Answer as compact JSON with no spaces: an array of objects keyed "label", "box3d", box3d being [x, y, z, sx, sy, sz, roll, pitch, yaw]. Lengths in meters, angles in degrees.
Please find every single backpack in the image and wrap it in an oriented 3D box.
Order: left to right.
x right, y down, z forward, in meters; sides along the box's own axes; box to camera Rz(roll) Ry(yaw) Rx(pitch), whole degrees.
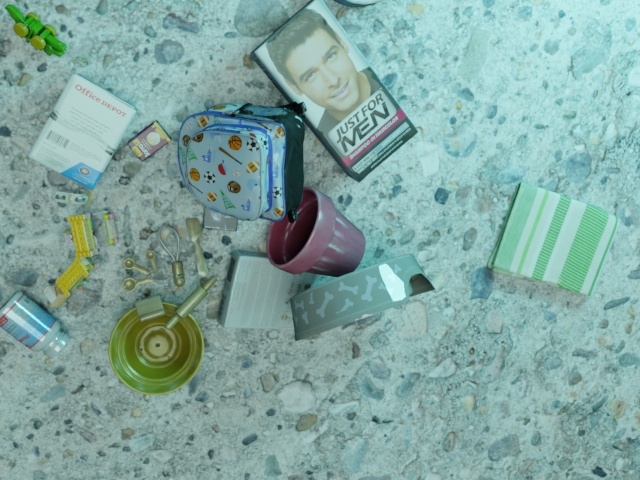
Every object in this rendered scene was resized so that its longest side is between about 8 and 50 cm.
[{"label":"backpack","box3d":[-0.179,-0.170,1.367,0.263,0.213,0.277,15,114,24]}]

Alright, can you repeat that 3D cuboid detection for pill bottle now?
[{"label":"pill bottle","box3d":[-0.662,0.198,1.457,0.087,0.087,0.160,-44,108,2]}]

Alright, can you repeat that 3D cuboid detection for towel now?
[{"label":"towel","box3d":[0.633,0.003,1.705,0.324,0.038,0.248,15,100,-14]}]

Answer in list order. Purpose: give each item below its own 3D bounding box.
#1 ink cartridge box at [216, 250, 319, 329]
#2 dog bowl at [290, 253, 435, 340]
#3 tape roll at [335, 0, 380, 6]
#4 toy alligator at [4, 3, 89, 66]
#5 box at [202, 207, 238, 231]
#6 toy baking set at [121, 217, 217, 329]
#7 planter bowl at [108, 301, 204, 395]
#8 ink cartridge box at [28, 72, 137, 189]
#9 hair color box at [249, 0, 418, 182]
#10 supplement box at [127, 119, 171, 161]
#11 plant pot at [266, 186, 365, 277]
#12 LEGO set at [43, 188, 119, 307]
[{"label":"ink cartridge box","box3d":[-0.128,0.129,1.582,0.232,0.066,0.189,5,105,-35]},{"label":"dog bowl","box3d":[0.087,0.128,1.475,0.348,0.349,0.102,-20,83,-6]},{"label":"tape roll","box3d":[0.087,-0.632,1.394,0.219,0.072,0.219,-3,106,-12]},{"label":"toy alligator","box3d":[-0.577,-0.415,1.327,0.189,0.056,0.051,37,137,-20]},{"label":"box","box3d":[-0.238,-0.059,1.511,0.083,0.018,0.067,6,104,-13]},{"label":"toy baking set","box3d":[-0.345,0.075,1.476,0.256,0.030,0.197,-43,95,-12]},{"label":"planter bowl","box3d":[-0.390,0.254,1.515,0.217,0.090,0.217,1,85,-13]},{"label":"ink cartridge box","box3d":[-0.508,-0.236,1.369,0.148,0.086,0.203,30,96,-18]},{"label":"hair color box","box3d":[0.032,-0.336,1.442,0.185,0.113,0.374,-41,109,1]},{"label":"supplement box","box3d":[-0.384,-0.224,1.422,0.083,0.043,0.055,-38,111,1]},{"label":"plant pot","box3d":[0.000,0.000,1.498,0.180,0.201,0.201,26,99,-32]},{"label":"LEGO set","box3d":[-0.539,0.025,1.449,0.132,0.107,0.287,18,108,19]}]
